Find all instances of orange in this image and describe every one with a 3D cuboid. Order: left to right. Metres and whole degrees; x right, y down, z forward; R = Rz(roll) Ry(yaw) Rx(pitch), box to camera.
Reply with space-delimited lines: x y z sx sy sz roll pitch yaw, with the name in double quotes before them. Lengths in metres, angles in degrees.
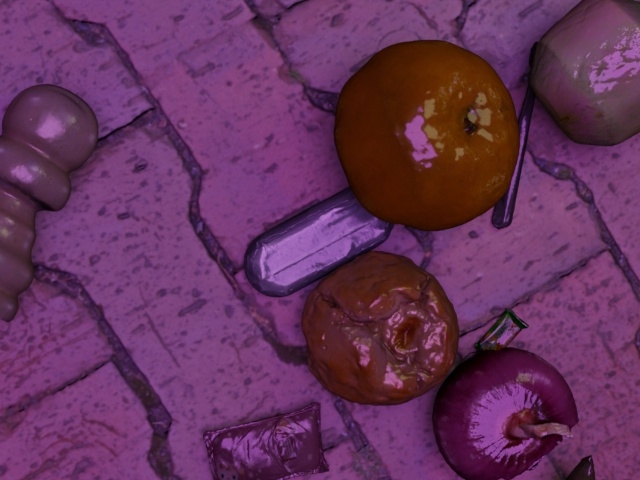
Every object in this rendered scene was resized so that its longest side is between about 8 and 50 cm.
"orange" 0.148 -0.150 1.634 0.279 0.235 0.279 6 79 -31

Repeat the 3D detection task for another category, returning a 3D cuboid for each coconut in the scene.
"coconut" 0.432 -0.259 1.688 0.235 0.204 0.236 0 88 11

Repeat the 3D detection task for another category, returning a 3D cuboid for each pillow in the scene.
"pillow" -0.079 0.315 1.711 0.185 0.043 0.118 -12 98 -4

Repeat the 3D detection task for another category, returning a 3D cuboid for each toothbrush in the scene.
"toothbrush" 0.309 -0.162 1.761 0.030 0.030 0.297 13 91 19

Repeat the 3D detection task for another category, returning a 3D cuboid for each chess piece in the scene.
"chess piece" -0.435 -0.067 1.610 0.182 0.182 0.330 30 81 -7

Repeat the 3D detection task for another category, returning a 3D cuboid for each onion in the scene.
"onion" 0.263 0.252 1.694 0.200 0.200 0.207 45 115 -6

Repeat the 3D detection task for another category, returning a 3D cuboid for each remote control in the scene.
"remote control" 0.000 0.000 1.713 0.247 0.052 0.104 -30 95 -9

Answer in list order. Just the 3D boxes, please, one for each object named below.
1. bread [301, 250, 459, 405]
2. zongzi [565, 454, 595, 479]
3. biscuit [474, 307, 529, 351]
"bread" 0.093 0.138 1.678 0.244 0.134 0.244 -1 94 -15
"zongzi" 0.266 0.537 1.693 0.356 0.174 0.393 -9 91 -3
"biscuit" 0.278 0.148 1.766 0.046 0.016 0.089 45 85 -6
